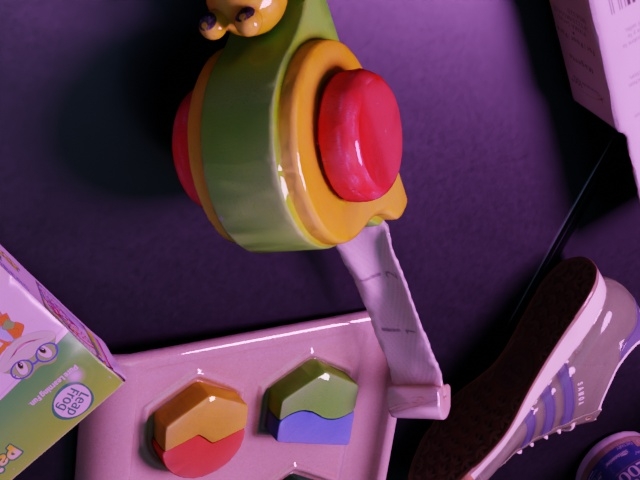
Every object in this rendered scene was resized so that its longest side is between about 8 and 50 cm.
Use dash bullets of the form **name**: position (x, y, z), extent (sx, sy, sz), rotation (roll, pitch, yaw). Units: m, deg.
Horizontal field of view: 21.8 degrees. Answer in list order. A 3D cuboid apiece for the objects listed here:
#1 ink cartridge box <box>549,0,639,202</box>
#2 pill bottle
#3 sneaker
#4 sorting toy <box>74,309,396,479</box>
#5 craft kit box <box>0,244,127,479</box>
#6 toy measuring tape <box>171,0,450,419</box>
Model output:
- **ink cartridge box**: position (0.280, -0.143, 1.019), extent (0.275, 0.060, 0.239), rotation (-30, 129, -11)
- **pill bottle**: position (0.236, 0.192, 1.159), extent (0.067, 0.120, 0.067), rotation (-14, 124, -22)
- **sneaker**: position (0.146, 0.108, 1.093), extent (0.086, 0.064, 0.192), rotation (32, 97, -33)
- **sorting toy**: position (-0.048, 0.142, 1.026), extent (0.208, 0.038, 0.193), rotation (-6, 121, -25)
- **craft kit box**: position (-0.268, 0.074, 0.854), extent (0.250, 0.061, 0.247), rotation (-40, 127, -2)
- **toy measuring tape**: position (0.000, 0.000, 0.904), extent (0.121, 0.121, 0.330), rotation (-27, 123, -12)
